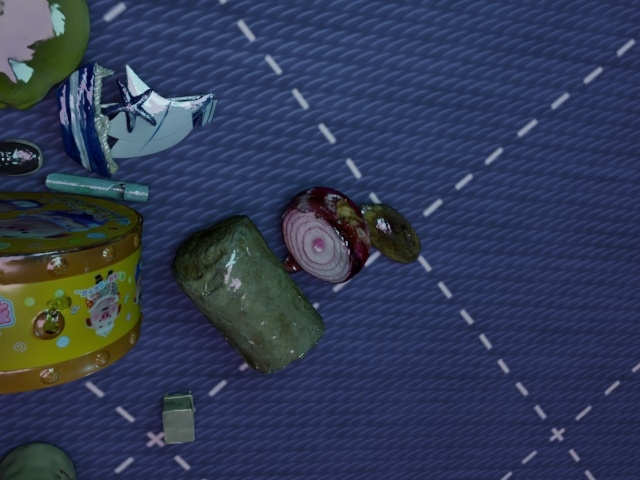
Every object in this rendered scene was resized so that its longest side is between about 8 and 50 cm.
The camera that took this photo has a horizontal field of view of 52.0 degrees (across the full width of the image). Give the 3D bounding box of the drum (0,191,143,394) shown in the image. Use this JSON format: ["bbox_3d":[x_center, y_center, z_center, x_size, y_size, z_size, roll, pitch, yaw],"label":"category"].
[{"bbox_3d":[-0.505,0.060,1.083,0.431,0.431,0.214,1,106,-13],"label":"drum"}]

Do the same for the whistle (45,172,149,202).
[{"bbox_3d":[-0.422,-0.102,1.251,0.186,0.039,0.039,8,104,-14],"label":"whistle"}]

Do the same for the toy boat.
[{"bbox_3d":[-0.344,-0.242,1.196,0.292,0.070,0.210,-28,130,-3],"label":"toy boat"}]

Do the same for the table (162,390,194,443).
[{"bbox_3d":[-0.299,0.372,1.389,0.062,0.083,0.079,-3,107,-11],"label":"table"}]

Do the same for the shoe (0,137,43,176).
[{"bbox_3d":[-0.589,-0.146,1.168,0.169,0.099,0.071,3,102,-14],"label":"shoe"}]

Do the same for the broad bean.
[{"bbox_3d":[-0.515,-0.364,1.110,0.238,0.119,0.291,5,105,-16],"label":"broad bean"}]

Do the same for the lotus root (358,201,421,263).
[{"bbox_3d":[0.146,-0.016,1.378,0.179,0.080,0.089,39,96,-19],"label":"lotus root"}]

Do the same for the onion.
[{"bbox_3d":[0.000,0.000,1.331,0.195,0.140,0.218,41,134,-2],"label":"onion"}]

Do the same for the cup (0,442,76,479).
[{"bbox_3d":[-0.605,0.564,1.313,0.173,0.202,0.255,27,99,-18],"label":"cup"}]

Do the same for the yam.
[{"bbox_3d":[-0.144,0.106,1.289,0.195,0.195,0.300,-36,110,-1],"label":"yam"}]
